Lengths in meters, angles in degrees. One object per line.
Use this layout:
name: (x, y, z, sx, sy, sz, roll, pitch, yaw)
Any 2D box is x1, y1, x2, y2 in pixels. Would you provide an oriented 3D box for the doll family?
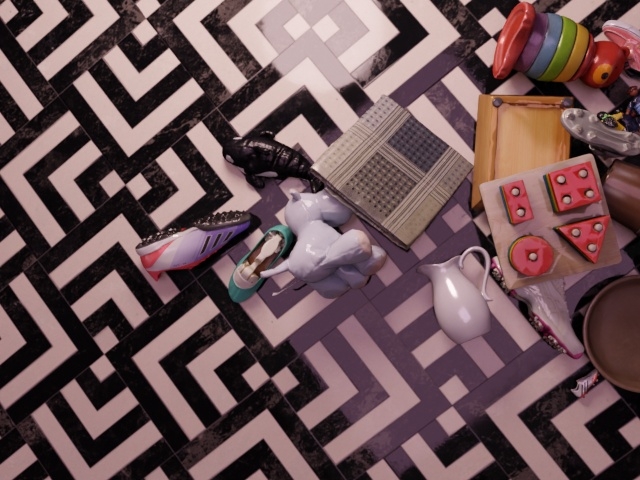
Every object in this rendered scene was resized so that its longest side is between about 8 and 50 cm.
doll family: (0.727, -0.288, 1.426, 0.193, 0.076, 0.111, -33, 79, 1)

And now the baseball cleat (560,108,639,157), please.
baseball cleat: (0.628, -0.235, 1.358, 0.206, 0.109, 0.072, 24, 81, -4)

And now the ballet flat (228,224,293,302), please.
ballet flat: (-0.166, 0.057, 1.532, 0.083, 0.087, 0.247, 39, 94, 8)

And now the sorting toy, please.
sorting toy: (0.517, -0.039, 1.319, 0.257, 0.089, 0.255, -15, 90, 9)

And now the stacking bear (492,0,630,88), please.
stacking bear: (0.582, -0.447, 1.412, 0.289, 0.164, 0.175, 16, 127, -2)

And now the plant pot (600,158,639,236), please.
plant pot: (0.733, -0.101, 1.375, 0.165, 0.167, 0.167, 30, 92, 16)

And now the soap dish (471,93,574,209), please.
soap dish: (0.494, -0.216, 1.431, 0.229, 0.118, 0.290, 4, 87, 9)

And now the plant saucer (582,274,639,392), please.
plant saucer: (0.761, 0.220, 1.404, 0.278, 0.041, 0.277, 0, 85, 5)

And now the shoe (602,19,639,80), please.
shoe: (0.749, -0.455, 1.430, 0.178, 0.063, 0.081, 34, 88, 4)

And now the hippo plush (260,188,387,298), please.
hippo plush: (0.000, 0.000, 1.481, 0.294, 0.234, 0.236, -16, 59, 2)

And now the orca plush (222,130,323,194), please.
orca plush: (-0.132, -0.200, 1.531, 0.287, 0.102, 0.151, 33, 93, 8)

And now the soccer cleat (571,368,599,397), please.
soccer cleat: (0.640, 0.341, 1.429, 0.036, 0.029, 0.083, 32, 97, 4)

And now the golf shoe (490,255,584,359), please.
golf shoe: (0.546, 0.138, 1.413, 0.140, 0.115, 0.306, -37, 84, 2)

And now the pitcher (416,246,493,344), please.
pitcher: (0.353, 0.131, 1.433, 0.178, 0.125, 0.207, -26, 75, 15)

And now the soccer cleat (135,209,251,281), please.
soccer cleat: (-0.323, 0.010, 1.562, 0.318, 0.108, 0.116, -18, 107, 4)

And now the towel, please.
towel: (0.176, -0.172, 1.455, 0.312, 0.056, 0.324, 40, 65, 6)
